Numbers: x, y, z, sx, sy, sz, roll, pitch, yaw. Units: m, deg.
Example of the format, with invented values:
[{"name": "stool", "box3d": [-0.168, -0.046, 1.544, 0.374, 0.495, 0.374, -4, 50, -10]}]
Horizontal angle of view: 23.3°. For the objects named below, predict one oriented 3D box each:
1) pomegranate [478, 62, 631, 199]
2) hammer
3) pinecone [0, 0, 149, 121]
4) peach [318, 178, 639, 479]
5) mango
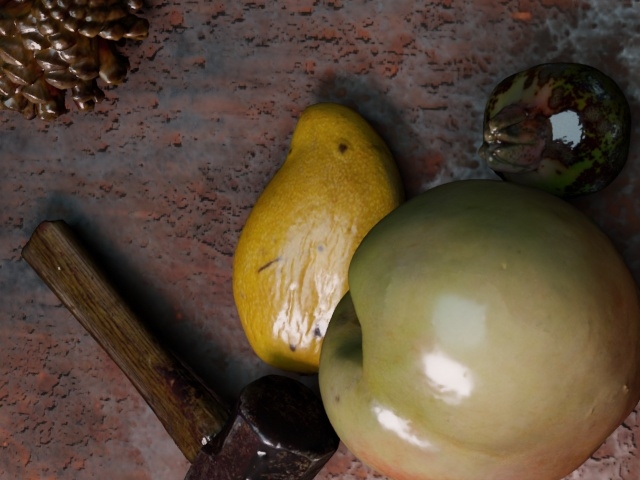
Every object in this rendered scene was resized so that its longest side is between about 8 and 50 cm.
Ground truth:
[{"name": "pomegranate", "box3d": [0.198, -0.103, 1.363, 0.138, 0.163, 0.126, 5, 78, 41]}, {"name": "hammer", "box3d": [-0.162, 0.124, 1.534, 0.409, 0.095, 0.242, 49, 135, 23]}, {"name": "pinecone", "box3d": [-0.262, -0.211, 1.520, 0.179, 0.150, 0.195, 22, 102, -12]}, {"name": "peach", "box3d": [0.146, 0.091, 1.342, 0.292, 0.247, 0.292, -1, 114, -2]}, {"name": "mango", "box3d": [-0.002, 0.001, 1.468, 0.157, 0.109, 0.262, 13, 98, 19]}]
